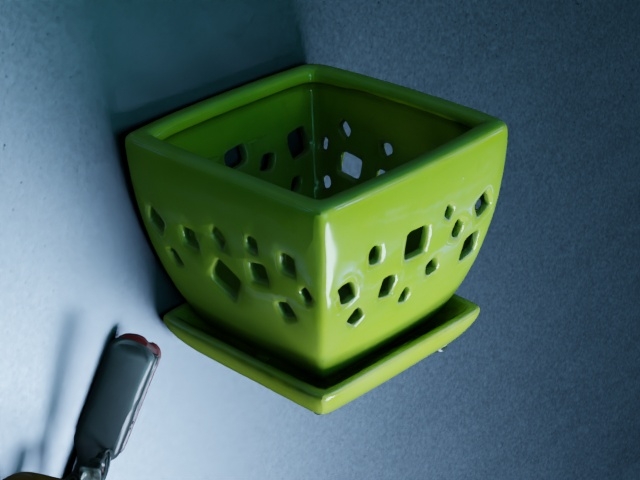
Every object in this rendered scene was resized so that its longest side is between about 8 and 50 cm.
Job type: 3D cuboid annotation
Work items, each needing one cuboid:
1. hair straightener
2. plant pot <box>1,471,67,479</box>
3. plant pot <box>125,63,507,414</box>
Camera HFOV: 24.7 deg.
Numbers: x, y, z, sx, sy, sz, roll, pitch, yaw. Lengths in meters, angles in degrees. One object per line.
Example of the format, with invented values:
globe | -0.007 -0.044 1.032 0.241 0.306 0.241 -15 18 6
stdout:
hair straightener | -0.193 0.183 1.159 0.230 0.047 0.089 -63 179 -1
plant pot | -0.271 0.247 1.020 0.188 0.205 0.205 25 83 -31
plant pot | 0.000 0.000 1.199 0.227 0.228 0.207 -26 125 -39
